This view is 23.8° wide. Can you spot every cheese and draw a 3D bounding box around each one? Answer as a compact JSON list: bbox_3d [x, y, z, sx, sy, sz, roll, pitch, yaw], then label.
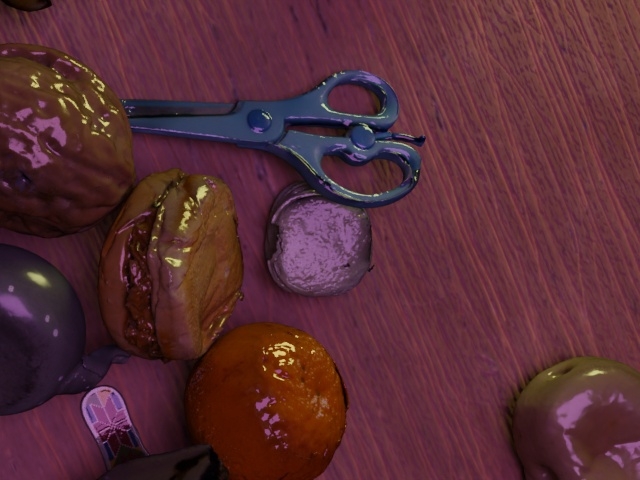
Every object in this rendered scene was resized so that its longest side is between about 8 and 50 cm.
[{"bbox_3d":[0.346,0.256,1.878,0.235,0.117,0.218,17,84,-16],"label":"cheese"}]

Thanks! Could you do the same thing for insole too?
[{"bbox_3d":[-0.216,0.253,1.724,0.065,0.006,0.193,-26,98,-20],"label":"insole"}]

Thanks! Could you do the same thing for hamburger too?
[{"bbox_3d":[-0.157,0.030,1.642,0.108,0.214,0.213,8,84,21],"label":"hamburger"},{"bbox_3d":[0.000,0.000,1.783,0.133,0.062,0.140,17,84,-18],"label":"hamburger"}]

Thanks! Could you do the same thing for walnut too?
[{"bbox_3d":[-0.305,-0.105,1.603,0.245,0.198,0.198,31,78,-13],"label":"walnut"}]

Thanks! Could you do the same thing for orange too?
[{"bbox_3d":[-0.064,0.187,1.696,0.193,0.161,0.193,27,51,-39],"label":"orange"}]

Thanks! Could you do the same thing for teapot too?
[{"bbox_3d":[-0.342,0.088,1.601,0.294,0.129,0.193,29,121,-10],"label":"teapot"}]

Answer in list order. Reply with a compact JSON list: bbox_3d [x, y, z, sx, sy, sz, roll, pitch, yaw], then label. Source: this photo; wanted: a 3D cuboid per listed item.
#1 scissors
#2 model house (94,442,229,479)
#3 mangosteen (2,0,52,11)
[{"bbox_3d":[-0.066,-0.126,1.760,0.393,0.032,0.180,3,63,-16],"label":"scissors"},{"bbox_3d":[-0.199,0.419,1.643,0.282,0.297,0.317,55,47,-36],"label":"model house"},{"bbox_3d":[-0.320,-0.362,1.606,0.228,0.228,0.265,25,115,-18],"label":"mangosteen"}]
